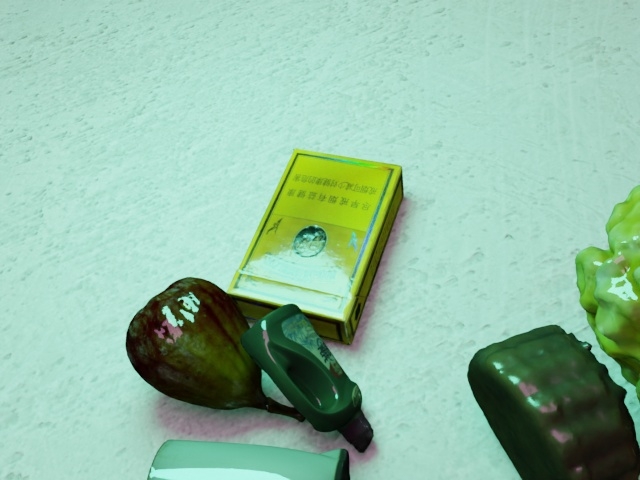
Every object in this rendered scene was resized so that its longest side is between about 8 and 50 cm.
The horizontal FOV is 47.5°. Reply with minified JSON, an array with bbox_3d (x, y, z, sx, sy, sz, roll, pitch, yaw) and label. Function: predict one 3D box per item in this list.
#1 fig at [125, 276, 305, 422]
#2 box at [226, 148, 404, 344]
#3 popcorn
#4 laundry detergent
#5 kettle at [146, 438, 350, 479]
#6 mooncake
[{"bbox_3d":[-0.137,0.176,1.027,0.274,0.145,0.170,37,43,5],"label":"fig"},{"bbox_3d":[0.000,0.000,1.153,0.193,0.084,0.301,11,57,18],"label":"box"},{"bbox_3d":[0.431,0.087,0.749,0.335,0.274,0.279,40,90,-10],"label":"popcorn"},{"bbox_3d":[-0.008,0.194,0.976,0.078,0.144,0.221,-39,82,19],"label":"laundry detergent"},{"bbox_3d":[-0.079,0.350,0.864,0.236,0.161,0.221,1,48,7],"label":"kettle"},{"bbox_3d":[0.282,0.211,0.869,0.124,0.228,0.228,-25,54,-9],"label":"mooncake"}]
